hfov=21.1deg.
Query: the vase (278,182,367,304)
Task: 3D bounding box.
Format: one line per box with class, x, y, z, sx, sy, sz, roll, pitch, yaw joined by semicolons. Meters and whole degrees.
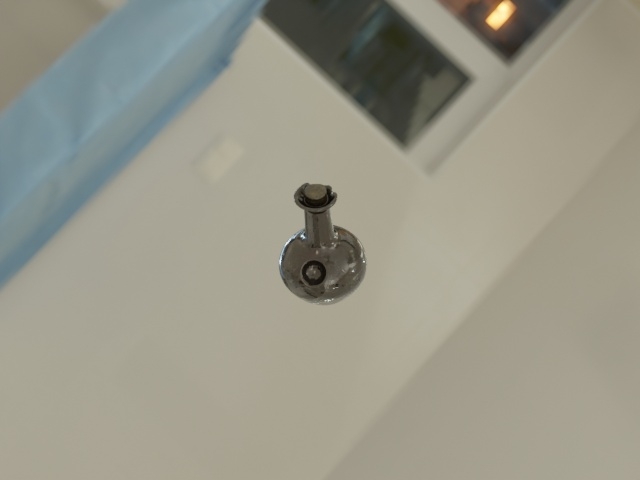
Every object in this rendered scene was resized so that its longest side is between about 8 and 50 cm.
vase;0.000;0.000;2.302;0.120;0.120;0.183;-46;146;-35
